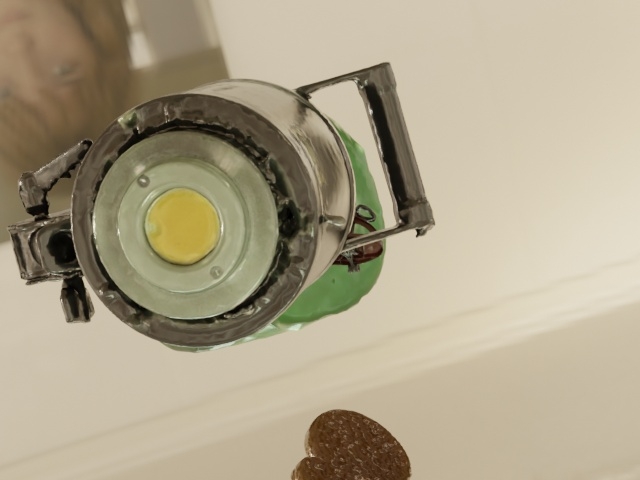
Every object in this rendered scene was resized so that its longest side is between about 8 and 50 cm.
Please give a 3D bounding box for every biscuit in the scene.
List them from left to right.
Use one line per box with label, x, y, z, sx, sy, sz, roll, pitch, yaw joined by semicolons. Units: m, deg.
biscuit;0.047;0.288;2.027;0.180;0.039;0.236;21;-148;-14

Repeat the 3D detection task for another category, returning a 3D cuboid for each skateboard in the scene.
skateboard;0.000;0.000;1.951;0.151;0.067;0.080;-4;-134;14

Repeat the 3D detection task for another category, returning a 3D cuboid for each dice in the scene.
dice;-0.103;-0.014;2.429;0.300;0.287;0.297;-20;-169;-39

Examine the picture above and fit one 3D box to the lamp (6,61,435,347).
lamp;-0.074;-0.030;1.427;0.374;0.205;0.272;-16;-173;-8
